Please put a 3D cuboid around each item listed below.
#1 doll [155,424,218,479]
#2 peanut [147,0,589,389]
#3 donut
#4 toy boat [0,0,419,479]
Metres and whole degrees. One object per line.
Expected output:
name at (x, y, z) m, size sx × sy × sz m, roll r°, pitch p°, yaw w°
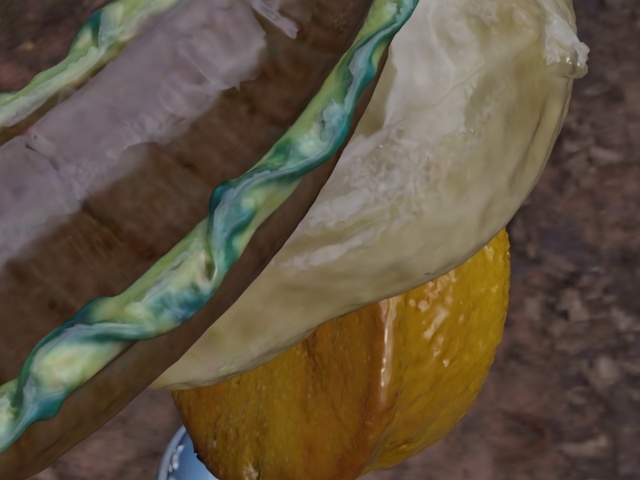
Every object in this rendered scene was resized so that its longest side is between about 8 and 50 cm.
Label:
doll at (-0.107, 0.268, 2.011) m, size 0.141 × 0.314 × 0.177 m, roll 10°, pitch 69°, yaw -8°
peanut at (-0.005, -0.031, 0.639) m, size 0.224 × 0.129 × 0.129 m, roll -36°, pitch 100°, yaw -7°
donut at (0.000, 0.000, 1.094) m, size 0.110 × 0.303 × 0.303 m, roll -5°, pitch 86°, yaw -31°
toy boat at (-0.053, -0.024, 0.520) m, size 0.293 × 0.108 × 0.099 m, roll -43°, pitch 139°, yaw -10°
